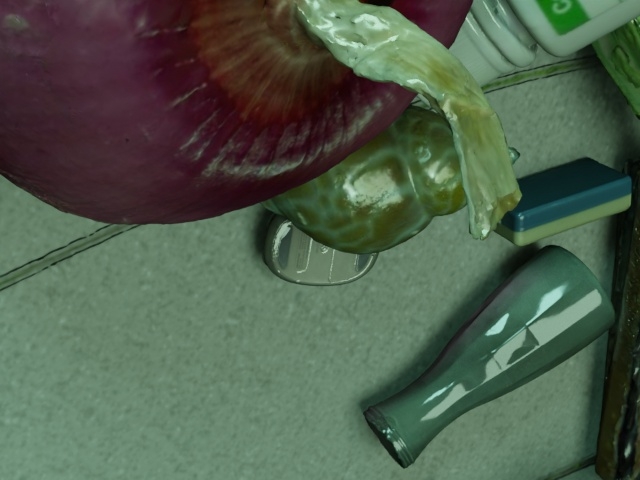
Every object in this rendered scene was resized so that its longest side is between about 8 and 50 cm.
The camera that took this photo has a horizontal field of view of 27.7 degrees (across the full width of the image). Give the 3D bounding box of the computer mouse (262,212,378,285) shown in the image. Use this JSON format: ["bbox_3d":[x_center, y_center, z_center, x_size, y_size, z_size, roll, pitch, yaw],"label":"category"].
[{"bbox_3d":[-0.001,-0.001,0.951,0.096,0.039,0.066,2,108,-26],"label":"computer mouse"}]

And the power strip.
[{"bbox_3d":[0.189,-0.031,1.051,0.123,0.056,0.032,-17,119,-26],"label":"power strip"}]

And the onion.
[{"bbox_3d":[-0.050,-0.180,0.681,0.358,0.345,0.358,-4,96,-49],"label":"onion"}]

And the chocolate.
[{"bbox_3d":[0.290,0.071,1.161,0.102,0.065,0.329,-22,122,-41],"label":"chocolate"}]

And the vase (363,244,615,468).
[{"bbox_3d":[0.133,0.098,1.058,0.214,0.086,0.086,-37,125,-10],"label":"vase"}]

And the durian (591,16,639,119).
[{"bbox_3d":[0.260,-0.161,0.996,0.106,0.132,0.375,-43,111,-10],"label":"durian"}]

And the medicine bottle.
[{"bbox_3d":[0.150,-0.191,0.854,0.237,0.139,0.139,-27,130,22],"label":"medicine bottle"}]

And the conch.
[{"bbox_3d":[0.024,-0.051,0.882,0.173,0.106,0.116,35,59,-6],"label":"conch"}]
